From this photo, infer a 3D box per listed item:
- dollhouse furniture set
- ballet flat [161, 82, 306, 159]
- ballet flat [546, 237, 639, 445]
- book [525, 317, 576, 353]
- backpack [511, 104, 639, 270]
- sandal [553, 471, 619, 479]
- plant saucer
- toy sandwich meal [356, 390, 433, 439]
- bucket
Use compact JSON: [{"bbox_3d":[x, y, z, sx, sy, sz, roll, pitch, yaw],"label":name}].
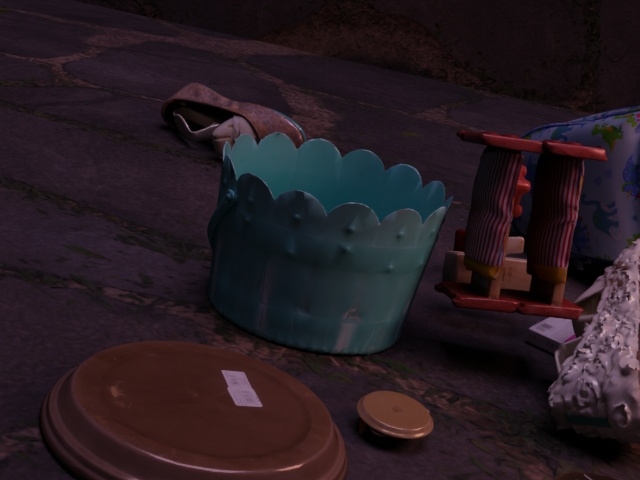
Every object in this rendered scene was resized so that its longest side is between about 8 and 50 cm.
[{"bbox_3d":[0.214,-0.030,1.416,0.152,0.201,0.374,7,4,-7],"label":"dollhouse furniture set"},{"bbox_3d":[-0.161,-0.186,1.918,0.106,0.108,0.316,-28,36,-35],"label":"ballet flat"},{"bbox_3d":[0.344,0.103,1.307,0.147,0.147,0.409,19,26,16],"label":"ballet flat"},{"bbox_3d":[0.344,0.135,1.412,0.144,0.035,0.096,25,24,32],"label":"book"},{"bbox_3d":[0.459,-0.082,1.754,0.273,0.290,0.355,-5,9,-14],"label":"backpack"},{"bbox_3d":[0.281,0.258,0.970,0.219,0.060,0.090,19,19,-33],"label":"sandal"},{"bbox_3d":[-0.107,0.158,0.999,0.277,0.041,0.278,12,17,-4],"label":"plant saucer"},{"bbox_3d":[0.071,0.176,1.096,0.085,0.029,0.085,12,23,-5],"label":"toy sandwich meal"},{"bbox_3d":[0.000,0.000,1.315,0.281,0.183,0.281,13,18,-4],"label":"bucket"}]
